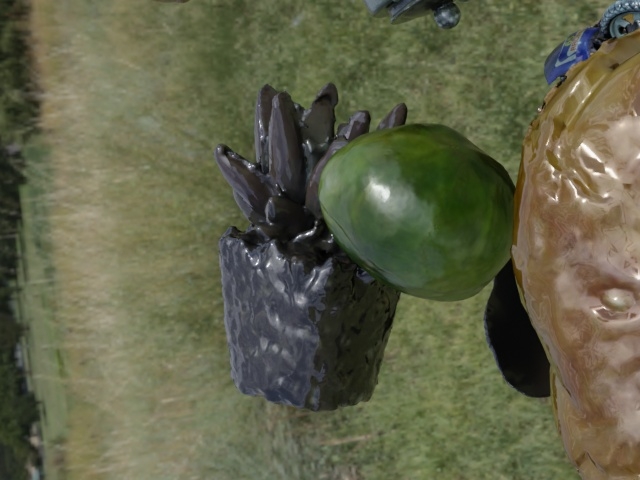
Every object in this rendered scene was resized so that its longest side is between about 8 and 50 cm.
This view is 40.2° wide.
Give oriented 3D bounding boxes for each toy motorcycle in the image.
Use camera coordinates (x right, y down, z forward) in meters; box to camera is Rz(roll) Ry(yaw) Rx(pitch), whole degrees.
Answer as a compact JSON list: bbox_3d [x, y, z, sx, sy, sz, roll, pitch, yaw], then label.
[{"bbox_3d":[0.362,-0.163,1.016,0.168,0.315,0.113,9,63,40],"label":"toy motorcycle"}]

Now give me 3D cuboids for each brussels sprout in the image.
[{"bbox_3d":[0.088,-0.021,0.723,0.161,0.180,0.144,-15,72,58],"label":"brussels sprout"}]

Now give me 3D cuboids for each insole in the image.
[{"bbox_3d":[0.264,0.067,1.154,0.348,0.119,0.009,-87,15,-46],"label":"insole"}]

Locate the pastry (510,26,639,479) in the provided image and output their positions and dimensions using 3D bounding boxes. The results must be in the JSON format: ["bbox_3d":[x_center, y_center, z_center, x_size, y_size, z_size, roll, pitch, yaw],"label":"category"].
[{"bbox_3d":[0.238,0.025,0.454,0.255,0.162,0.311,-11,84,28],"label":"pastry"}]

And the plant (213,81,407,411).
[{"bbox_3d":[0.000,0.000,0.897,0.181,0.194,0.321,12,102,33],"label":"plant"}]

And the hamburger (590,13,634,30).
[{"bbox_3d":[0.482,-0.200,1.268,0.318,0.195,0.277,-58,22,32],"label":"hamburger"}]

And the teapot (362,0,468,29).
[{"bbox_3d":[0.098,-0.271,0.831,0.162,0.239,0.149,-27,92,28],"label":"teapot"}]

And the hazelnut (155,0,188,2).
[{"bbox_3d":[-0.240,-0.442,1.267,0.176,0.214,0.214,-27,68,35],"label":"hazelnut"}]
